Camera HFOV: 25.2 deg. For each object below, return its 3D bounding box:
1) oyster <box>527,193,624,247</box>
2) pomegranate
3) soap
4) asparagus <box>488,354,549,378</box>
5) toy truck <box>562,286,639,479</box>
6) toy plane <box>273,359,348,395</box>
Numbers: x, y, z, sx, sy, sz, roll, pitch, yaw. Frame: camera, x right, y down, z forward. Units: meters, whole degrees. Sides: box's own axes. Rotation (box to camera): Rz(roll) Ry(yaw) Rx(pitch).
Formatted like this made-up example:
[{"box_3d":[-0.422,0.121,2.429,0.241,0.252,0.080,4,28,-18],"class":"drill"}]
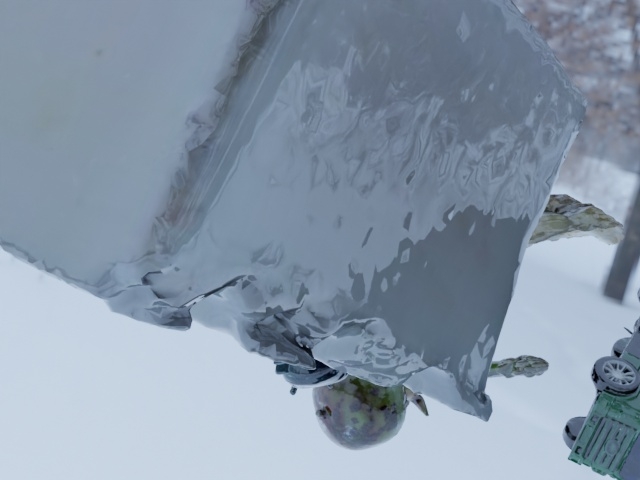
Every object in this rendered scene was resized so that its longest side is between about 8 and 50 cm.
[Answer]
[{"box_3d":[0.205,-0.016,1.531,0.162,0.107,0.233,-4,-2,-26],"class":"oyster"},{"box_3d":[0.065,0.220,2.008,0.149,0.148,0.169,19,12,32],"class":"pomegranate"},{"box_3d":[-0.107,-0.089,0.811,0.435,0.212,0.350,21,0,36],"class":"soap"},{"box_3d":[0.168,0.142,1.588,0.034,0.027,0.236,16,-15,-40],"class":"asparagus"},{"box_3d":[0.201,0.082,0.835,0.079,0.065,0.147,29,41,17],"class":"toy truck"},{"box_3d":[-0.005,0.026,1.016,0.060,0.096,0.235,-15,40,17],"class":"toy plane"}]
